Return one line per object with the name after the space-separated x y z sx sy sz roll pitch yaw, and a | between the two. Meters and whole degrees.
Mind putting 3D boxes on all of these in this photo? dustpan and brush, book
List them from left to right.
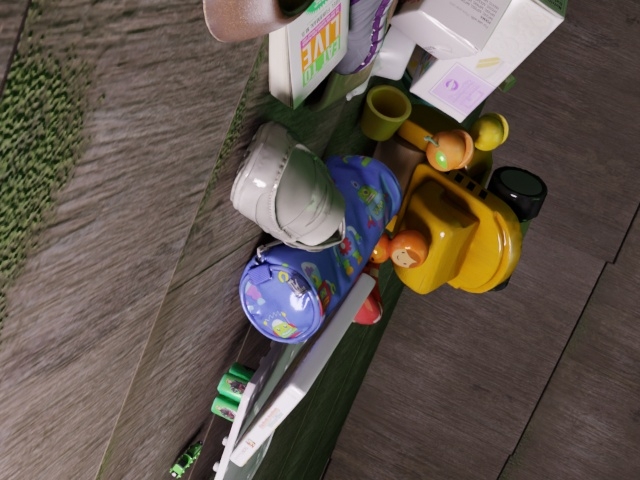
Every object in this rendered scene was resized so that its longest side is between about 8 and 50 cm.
-0.009 -0.208 1.295 0.096 0.035 0.144 -45 161 -20 | book
0.092 -0.255 1.781 0.147 0.060 0.211 113 1 -53 | dustpan and brush

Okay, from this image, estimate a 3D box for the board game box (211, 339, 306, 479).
-0.110 0.267 1.930 0.390 0.050 0.390 -55 166 -61 | board game box

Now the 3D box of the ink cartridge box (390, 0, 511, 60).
0.199 -0.359 1.663 0.237 0.100 0.172 -59 -168 -1 | ink cartridge box

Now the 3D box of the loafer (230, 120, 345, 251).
-0.024 -0.052 1.438 0.112 0.111 0.319 -64 171 -4 | loafer

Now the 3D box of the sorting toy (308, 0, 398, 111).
0.054 -0.263 1.581 0.208 0.038 0.193 -64 172 22 | sorting toy

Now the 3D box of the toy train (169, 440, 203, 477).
-0.181 0.296 1.770 0.023 0.017 0.083 -55 176 25 | toy train

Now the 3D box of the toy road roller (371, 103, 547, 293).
0.180 -0.050 2.091 0.241 0.329 0.202 -24 142 -46 | toy road roller

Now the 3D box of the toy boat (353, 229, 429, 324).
0.088 0.012 1.952 0.151 0.151 0.231 36 60 -69 | toy boat

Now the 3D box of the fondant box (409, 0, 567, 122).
0.258 -0.359 1.874 0.238 0.096 0.330 -46 -163 43 | fondant box

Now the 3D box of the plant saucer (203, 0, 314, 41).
-0.005 -0.303 1.091 0.310 0.050 0.310 24 90 -81 | plant saucer

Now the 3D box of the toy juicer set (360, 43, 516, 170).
0.211 -0.239 1.975 0.329 0.209 0.089 -56 176 -39 | toy juicer set

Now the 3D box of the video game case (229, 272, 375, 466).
-0.024 0.169 1.704 0.206 0.026 0.227 -53 -178 46 | video game case

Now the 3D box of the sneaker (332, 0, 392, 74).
0.023 -0.252 1.385 0.098 0.083 0.223 -19 156 -27 | sneaker

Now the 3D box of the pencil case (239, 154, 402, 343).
0.000 0.000 1.710 0.133 0.119 0.306 61 39 -23 | pencil case
